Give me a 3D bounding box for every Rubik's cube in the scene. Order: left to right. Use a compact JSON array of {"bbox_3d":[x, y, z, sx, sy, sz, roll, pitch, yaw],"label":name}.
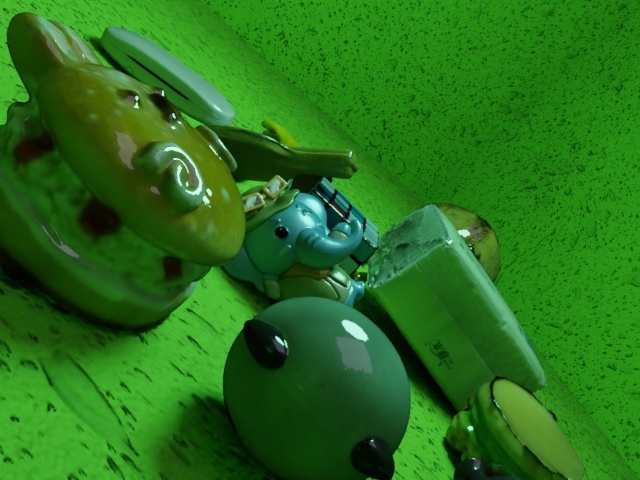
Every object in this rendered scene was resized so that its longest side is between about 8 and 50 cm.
[{"bbox_3d":[0.000,0.000,1.120,0.151,0.154,0.155,45,13,-4],"label":"Rubik's cube"}]

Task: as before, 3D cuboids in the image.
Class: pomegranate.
[{"bbox_3d":[0.365,0.041,1.825,0.322,0.322,0.322,43,14,-14],"label":"pomegranate"}]

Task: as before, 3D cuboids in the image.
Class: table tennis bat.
[{"bbox_3d":[-0.089,-0.142,1.104,0.320,0.050,0.198,6,-18,22],"label":"table tennis bat"}]

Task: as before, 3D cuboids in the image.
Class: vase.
[{"bbox_3d":[0.247,0.379,0.911,0.120,0.120,0.183,44,-1,-9],"label":"vase"}]

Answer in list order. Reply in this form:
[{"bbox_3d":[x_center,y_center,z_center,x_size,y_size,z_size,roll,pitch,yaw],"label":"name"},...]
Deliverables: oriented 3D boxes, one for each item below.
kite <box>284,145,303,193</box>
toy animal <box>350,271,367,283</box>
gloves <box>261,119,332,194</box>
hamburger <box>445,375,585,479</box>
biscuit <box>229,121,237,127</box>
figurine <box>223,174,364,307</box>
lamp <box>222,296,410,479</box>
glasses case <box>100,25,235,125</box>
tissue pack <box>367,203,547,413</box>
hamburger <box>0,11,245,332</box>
[{"bbox_3d":[-0.066,-0.165,1.496,0.011,0.139,0.157,54,42,-48],"label":"kite"},{"bbox_3d":[0.074,0.074,1.339,0.083,0.060,0.081,42,-25,-15],"label":"toy animal"},{"bbox_3d":[-0.084,-0.220,1.658,0.294,0.116,0.133,49,-17,49],"label":"gloves"},{"bbox_3d":[0.328,0.365,1.090,0.237,0.149,0.237,34,21,-15],"label":"hamburger"},{"bbox_3d":[-0.187,-0.203,1.351,0.154,0.045,0.299,37,15,-10],"label":"biscuit"},{"bbox_3d":[-0.028,0.021,0.966,0.262,0.180,0.154,38,-5,-4],"label":"figurine"},{"bbox_3d":[-0.007,0.154,0.663,0.198,0.197,0.244,47,-9,1],"label":"lamp"},{"bbox_3d":[-0.300,-0.321,1.247,0.296,0.075,0.113,35,16,-1],"label":"glasses case"},{"bbox_3d":[0.271,0.145,1.316,0.380,0.207,0.297,54,13,-11],"label":"tissue pack"},{"bbox_3d":[-0.211,-0.074,0.650,0.303,0.186,0.261,45,13,4],"label":"hamburger"}]
